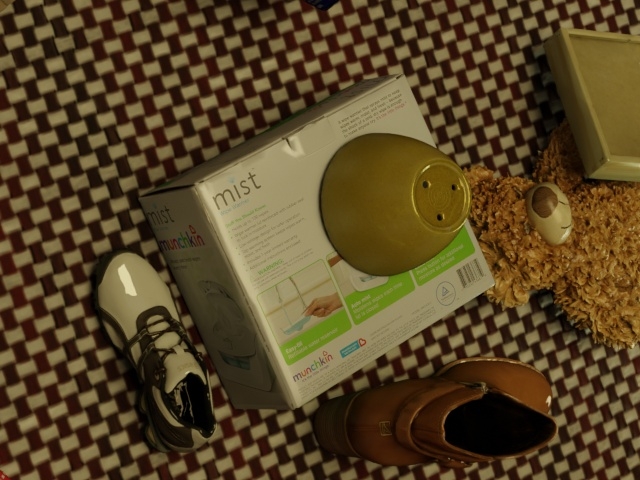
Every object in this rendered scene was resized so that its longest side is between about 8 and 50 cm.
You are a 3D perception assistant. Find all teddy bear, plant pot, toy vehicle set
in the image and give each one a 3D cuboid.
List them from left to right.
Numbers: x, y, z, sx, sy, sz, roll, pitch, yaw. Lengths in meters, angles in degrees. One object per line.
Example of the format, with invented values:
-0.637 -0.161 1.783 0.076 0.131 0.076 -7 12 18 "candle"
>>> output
0.083 -0.037 1.749 0.134 0.095 0.134 3 84 -34 "plant pot"
0.297 -0.006 2.018 0.338 0.113 0.245 26 70 -28 "teddy bear"
0.374 -0.138 2.047 0.267 0.035 0.166 3 59 -30 "toy vehicle set"

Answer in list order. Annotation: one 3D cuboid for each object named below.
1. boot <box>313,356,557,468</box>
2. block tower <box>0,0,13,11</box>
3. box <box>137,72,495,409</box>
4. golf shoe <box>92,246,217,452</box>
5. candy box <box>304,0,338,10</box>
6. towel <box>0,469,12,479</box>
0.159 0.163 1.850 0.283 0.220 0.109 2 84 -32 "boot"
-0.204 -0.316 1.633 0.097 0.335 0.091 48 21 -19 "block tower"
0.000 0.000 1.823 0.262 0.127 0.231 -31 101 -30 "box"
-0.140 0.096 1.748 0.077 0.094 0.198 -25 97 -30 "golf shoe"
-0.063 -0.404 1.764 0.317 0.122 0.268 29 80 -10 "candy box"
-0.296 0.312 1.667 0.275 0.031 0.199 46 62 -22 "towel"
